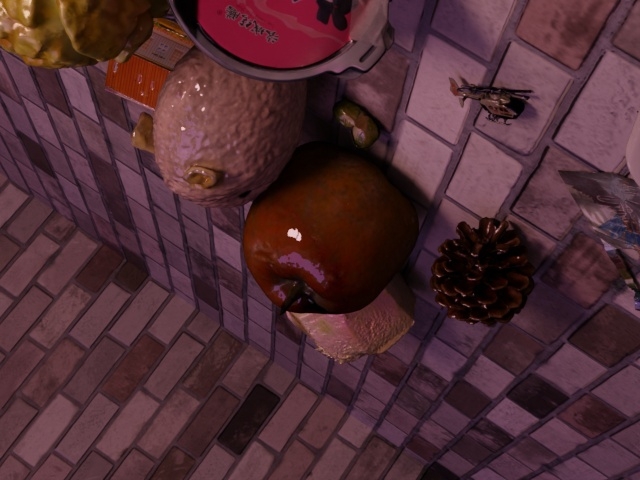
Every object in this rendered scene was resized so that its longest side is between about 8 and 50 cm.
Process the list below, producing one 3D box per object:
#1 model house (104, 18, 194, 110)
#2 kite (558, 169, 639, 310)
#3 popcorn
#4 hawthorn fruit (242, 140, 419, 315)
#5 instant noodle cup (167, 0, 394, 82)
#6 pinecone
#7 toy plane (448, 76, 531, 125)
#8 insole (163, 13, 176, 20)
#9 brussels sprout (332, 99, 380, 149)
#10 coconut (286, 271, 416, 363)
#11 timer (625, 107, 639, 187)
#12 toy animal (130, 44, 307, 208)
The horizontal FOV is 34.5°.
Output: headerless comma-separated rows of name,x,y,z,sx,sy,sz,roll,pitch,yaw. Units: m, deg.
model house,-0.225,-0.252,1.645,0.219,0.136,0.207,27,174,15
kite,0.438,0.015,1.381,0.169,0.015,0.310,13,150,48
popcorn,-0.317,-0.354,1.292,0.282,0.247,0.282,21,126,32
hawthorn fruit,0.000,0.000,1.675,0.268,0.301,0.267,30,156,15
instant noodle cup,-0.065,-0.308,1.182,0.302,0.258,0.181,56,171,-15
pinecone,0.249,0.040,1.578,0.163,0.163,0.165,27,146,27
toy plane,0.213,-0.177,1.295,0.121,0.031,0.049,19,149,38
insole,-0.175,-0.317,1.517,0.063,0.010,0.192,15,-171,19
brussels sprout,0.054,-0.176,1.554,0.083,0.046,0.051,43,154,-15
coconut,0.041,0.102,1.974,0.233,0.233,0.245,13,154,50
timer,0.442,-0.081,1.028,0.262,0.087,0.237,31,160,18
toy animal,-0.133,-0.183,1.512,0.188,0.226,0.358,42,130,34
